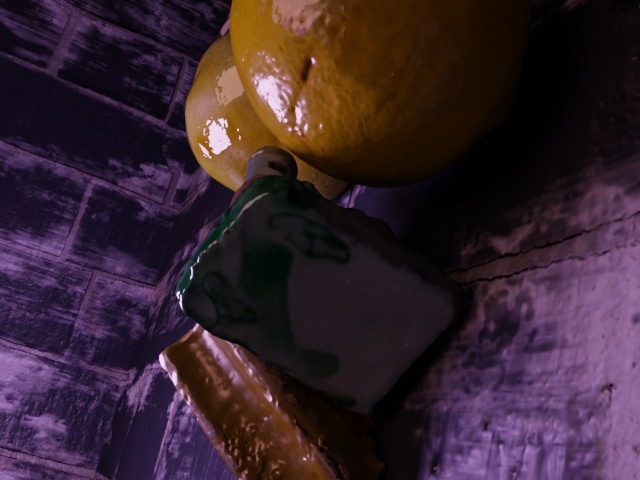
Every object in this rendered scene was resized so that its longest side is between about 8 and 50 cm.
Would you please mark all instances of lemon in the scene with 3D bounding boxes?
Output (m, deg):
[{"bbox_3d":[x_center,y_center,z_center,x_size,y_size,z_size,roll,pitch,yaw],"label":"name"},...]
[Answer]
[{"bbox_3d":[0.062,-0.228,0.734,0.348,0.348,0.348,-50,28,39],"label":"lemon"}]

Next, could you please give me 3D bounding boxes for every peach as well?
[{"bbox_3d":[-0.063,-0.218,1.085,0.315,0.314,0.281,-37,22,49],"label":"peach"}]

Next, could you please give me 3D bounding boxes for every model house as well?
[{"bbox_3d":[0.000,0.000,0.803,0.194,0.267,0.325,-54,14,21],"label":"model house"}]

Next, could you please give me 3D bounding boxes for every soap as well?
[{"bbox_3d":[0.003,0.221,0.849,0.338,0.304,0.169,50,117,21],"label":"soap"}]

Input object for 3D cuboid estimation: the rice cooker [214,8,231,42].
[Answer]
[{"bbox_3d":[-0.082,-0.386,1.334,0.316,0.264,0.316,-10,-90,-85],"label":"rice cooker"}]
